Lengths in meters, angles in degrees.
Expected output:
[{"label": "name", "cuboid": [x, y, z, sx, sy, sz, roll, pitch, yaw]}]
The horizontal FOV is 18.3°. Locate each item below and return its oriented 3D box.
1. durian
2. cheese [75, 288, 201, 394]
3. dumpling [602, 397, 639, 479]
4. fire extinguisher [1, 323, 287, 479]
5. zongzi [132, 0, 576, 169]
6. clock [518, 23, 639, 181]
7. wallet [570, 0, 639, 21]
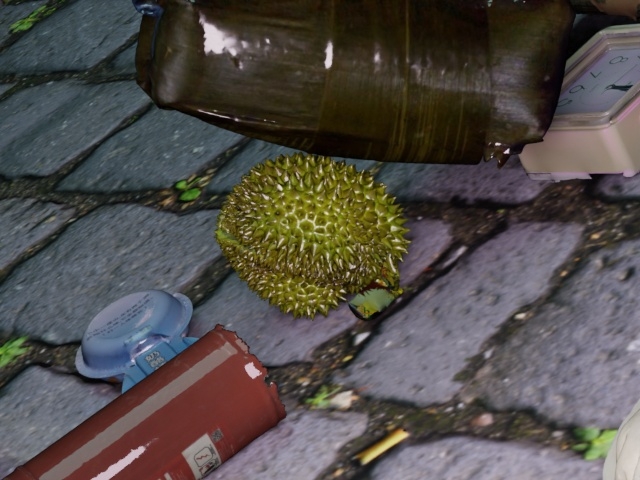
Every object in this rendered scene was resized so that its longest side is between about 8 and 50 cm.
[{"label": "durian", "cuboid": [-0.006, -0.014, 1.915, 0.198, 0.159, 0.146, -7, 33, 39]}, {"label": "cheese", "cuboid": [-0.178, 0.106, 1.997, 0.135, 0.052, 0.245, -35, 24, -9]}, {"label": "dumpling", "cuboid": [0.242, 0.166, 1.344, 0.181, 0.111, 0.155, -49, 7, -38]}, {"label": "fire extinguisher", "cuboid": [-0.178, 0.219, 1.712, 0.337, 0.106, 0.147, -36, 49, -17]}, {"label": "zongzi", "cuboid": [0.004, -0.210, 1.966, 0.403, 0.208, 0.432, 4, 17, -11]}, {"label": "clock", "cuboid": [0.294, -0.140, 1.960, 0.192, 0.071, 0.147, -41, 26, -30]}, {"label": "wallet", "cuboid": [0.336, -0.263, 2.128, 0.169, 0.044, 0.317, -9, 11, -33]}]
